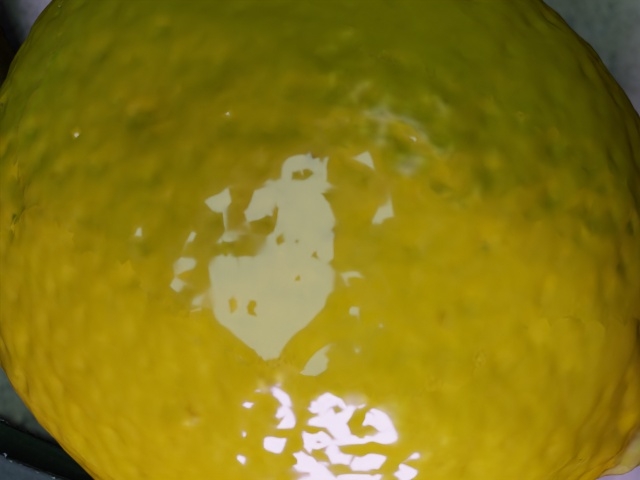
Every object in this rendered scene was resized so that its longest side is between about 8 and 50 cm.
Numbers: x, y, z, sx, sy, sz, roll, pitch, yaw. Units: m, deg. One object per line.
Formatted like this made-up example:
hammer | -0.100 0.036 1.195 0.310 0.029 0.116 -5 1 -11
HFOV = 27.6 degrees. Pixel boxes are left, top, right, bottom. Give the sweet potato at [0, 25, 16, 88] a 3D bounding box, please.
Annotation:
sweet potato | -0.263 -0.119 0.825 0.131 0.130 0.422 -27 86 20

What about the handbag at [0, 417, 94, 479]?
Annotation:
handbag | -0.177 0.258 0.815 0.260 0.079 0.247 18 96 21

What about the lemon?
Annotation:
lemon | -0.001 -0.001 0.626 0.336 0.336 0.336 0 90 22
